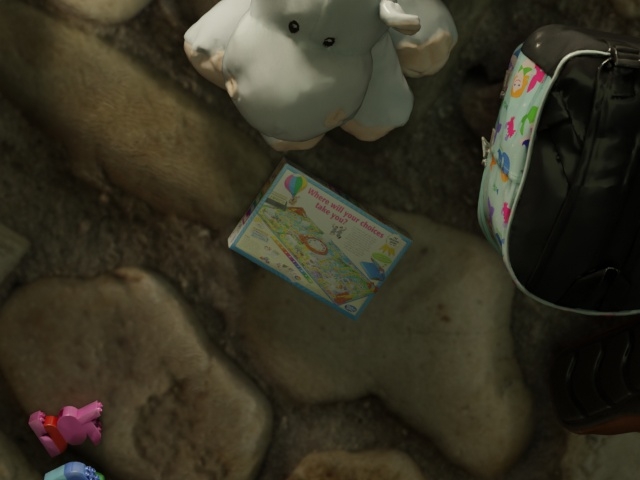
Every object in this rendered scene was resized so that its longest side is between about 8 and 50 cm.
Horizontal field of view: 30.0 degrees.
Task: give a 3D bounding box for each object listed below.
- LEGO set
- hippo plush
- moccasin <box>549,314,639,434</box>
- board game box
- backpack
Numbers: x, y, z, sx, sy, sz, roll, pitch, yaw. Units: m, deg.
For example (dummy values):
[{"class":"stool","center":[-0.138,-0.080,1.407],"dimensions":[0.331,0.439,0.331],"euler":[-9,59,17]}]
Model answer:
[{"class":"LEGO set","center":[-0.203,0.267,1.228],"dimensions":[0.093,0.087,0.227],"euler":[-26,112,3]},{"class":"hippo plush","center":[0.025,-0.187,1.010],"dimensions":[0.234,0.236,0.294],"euler":[23,105,-14]},{"class":"moccasin","center":[0.392,0.119,1.135],"dimensions":[0.147,0.139,0.380],"euler":[9,152,-30]},{"class":"board game box","center":[0.000,0.000,1.188],"dimensions":[0.154,0.026,0.103],"euler":[32,103,-16]},{"class":"backpack","center":[0.262,-0.064,1.109],"dimensions":[0.225,0.191,0.253],"euler":[6,108,-12]}]
